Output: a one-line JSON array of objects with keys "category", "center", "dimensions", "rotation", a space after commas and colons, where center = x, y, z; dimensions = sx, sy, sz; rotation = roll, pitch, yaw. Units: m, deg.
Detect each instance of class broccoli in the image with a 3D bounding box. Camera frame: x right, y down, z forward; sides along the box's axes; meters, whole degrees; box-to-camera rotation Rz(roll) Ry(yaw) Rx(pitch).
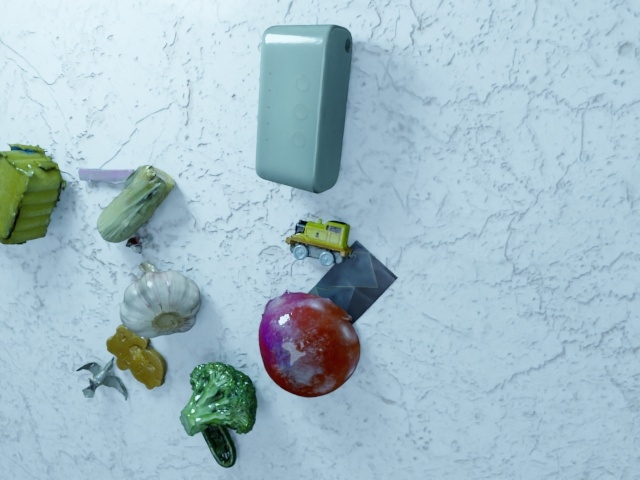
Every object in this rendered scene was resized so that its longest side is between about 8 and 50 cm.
[{"category": "broccoli", "center": [-0.321, 0.509, 1.688], "dimensions": [0.269, 0.242, 0.261], "rotation": [42, 138, 33]}]

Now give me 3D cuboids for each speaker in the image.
[{"category": "speaker", "center": [-0.046, -0.338, 1.372], "dimensions": [0.184, 0.183, 0.405], "rotation": [12, 110, 19]}]

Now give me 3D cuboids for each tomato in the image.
[{"category": "tomato", "center": [-0.046, 0.312, 1.563], "dimensions": [0.290, 0.176, 0.334], "rotation": [-15, 100, 19]}]

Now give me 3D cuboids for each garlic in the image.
[{"category": "garlic", "center": [-0.513, 0.164, 1.680], "dimensions": [0.245, 0.245, 0.253], "rotation": [-51, 50, 23]}]

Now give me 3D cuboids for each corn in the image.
[{"category": "corn", "center": [-0.564, -0.110, 1.627], "dimensions": [0.122, 0.123, 0.305], "rotation": [37, 116, -25]}]

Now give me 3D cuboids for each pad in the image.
[{"category": "pad", "center": [0.088, 0.135, 1.561], "dimensions": [0.164, 0.004, 0.243], "rotation": [42, 114, 2]}]

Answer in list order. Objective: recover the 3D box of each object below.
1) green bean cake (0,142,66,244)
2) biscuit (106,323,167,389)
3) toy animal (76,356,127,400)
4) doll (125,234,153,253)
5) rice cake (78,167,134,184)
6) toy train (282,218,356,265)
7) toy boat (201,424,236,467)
[{"category": "green bean cake", "center": [-0.961, -0.174, 1.709], "dimensions": [0.285, 0.202, 0.310], "rotation": [41, 113, 16]}, {"category": "biscuit", "center": [-0.624, 0.401, 1.845], "dimensions": [0.249, 0.035, 0.184], "rotation": [43, 114, 1]}, {"category": "toy animal", "center": [-0.766, 0.481, 1.883], "dimensions": [0.219, 0.095, 0.155], "rotation": [33, 117, 5]}, {"category": "doll", "center": [-0.582, 0.006, 1.715], "dimensions": [0.058, 0.040, 0.085], "rotation": [44, 118, -13]}, {"category": "rice cake", "center": [-0.666, -0.205, 1.680], "dimensions": [0.207, 0.036, 0.047], "rotation": [5, 115, 16]}, {"category": "toy train", "center": [0.000, 0.000, 1.506], "dimensions": [0.220, 0.089, 0.127], "rotation": [13, 96, 16]}, {"category": "toy boat", "center": [-0.349, 0.681, 1.832], "dimensions": [0.104, 0.052, 0.210], "rotation": [-18, 99, 19]}]
